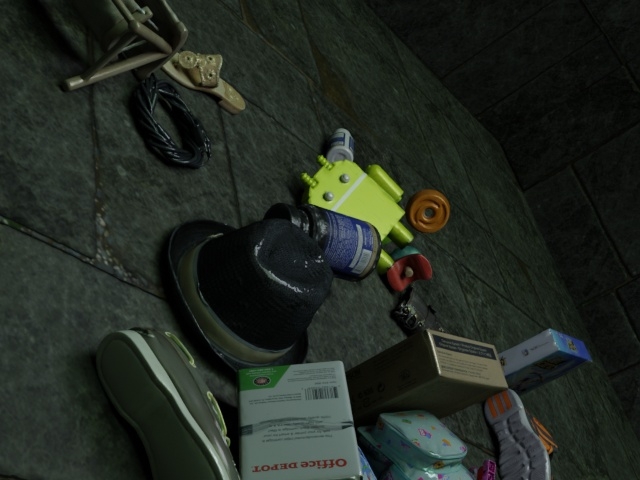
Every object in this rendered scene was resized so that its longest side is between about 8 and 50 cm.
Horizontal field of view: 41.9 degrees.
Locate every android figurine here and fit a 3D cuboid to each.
[{"bbox_3d":[0.071,-0.062,1.769,0.273,0.056,0.248,46,58,-5],"label":"android figurine"}]

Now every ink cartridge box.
[{"bbox_3d":[0.161,0.243,1.409,0.193,0.235,0.088,17,50,-43],"label":"ink cartridge box"},{"bbox_3d":[-0.032,0.264,1.104,0.208,0.153,0.086,-98,-174,-56],"label":"ink cartridge box"}]

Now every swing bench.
[{"bbox_3d":[-0.357,-0.397,1.342,0.253,0.165,0.255,55,23,-3],"label":"swing bench"}]

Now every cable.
[{"bbox_3d":[-0.264,-0.206,1.442,0.150,0.047,0.184,-11,74,-60],"label":"cable"}]

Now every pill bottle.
[{"bbox_3d":[0.048,-0.226,2.050,0.067,0.067,0.120,46,25,-23],"label":"pill bottle"},{"bbox_3d":[0.000,0.000,1.568,0.219,0.123,0.122,17,44,-39],"label":"pill bottle"}]

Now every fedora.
[{"bbox_3d":[-0.080,0.065,1.308,0.334,0.152,0.334,44,27,-29],"label":"fedora"}]

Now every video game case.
[{"bbox_3d":[0.504,0.309,2.035,0.269,0.244,0.061,21,42,-54],"label":"video game case"}]

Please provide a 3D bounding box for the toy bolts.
[{"bbox_3d":[0.199,-0.018,1.947,0.158,0.218,0.228,-94,166,-75],"label":"toy bolts"}]

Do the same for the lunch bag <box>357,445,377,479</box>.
[{"bbox_3d":[0.038,0.398,1.191,0.219,0.090,0.176,61,24,12],"label":"lunch bag"}]

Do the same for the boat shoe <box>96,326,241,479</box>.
[{"bbox_3d":[-0.155,0.235,0.995,0.305,0.109,0.091,58,27,13],"label":"boat shoe"}]

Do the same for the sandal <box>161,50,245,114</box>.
[{"bbox_3d":[-0.216,-0.334,1.648,0.240,0.079,0.088,29,36,-48],"label":"sandal"}]

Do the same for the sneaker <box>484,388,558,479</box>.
[{"bbox_3d":[0.492,0.498,1.921,0.180,0.125,0.321,41,28,-32],"label":"sneaker"}]

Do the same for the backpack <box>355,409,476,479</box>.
[{"bbox_3d":[0.152,0.361,1.318,0.166,0.144,0.188,9,28,-46],"label":"backpack"}]

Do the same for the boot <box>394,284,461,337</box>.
[{"bbox_3d":[0.243,0.229,1.849,0.229,0.091,0.263,46,21,-11],"label":"boot"}]

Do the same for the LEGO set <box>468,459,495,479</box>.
[{"bbox_3d":[0.267,0.502,1.425,0.087,0.093,0.227,33,54,-31],"label":"LEGO set"}]
